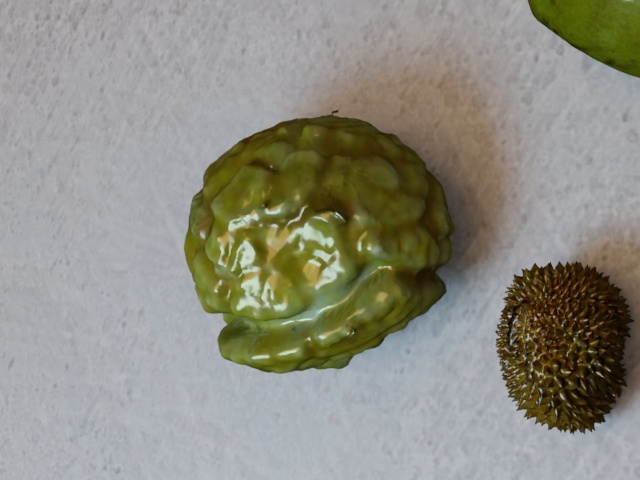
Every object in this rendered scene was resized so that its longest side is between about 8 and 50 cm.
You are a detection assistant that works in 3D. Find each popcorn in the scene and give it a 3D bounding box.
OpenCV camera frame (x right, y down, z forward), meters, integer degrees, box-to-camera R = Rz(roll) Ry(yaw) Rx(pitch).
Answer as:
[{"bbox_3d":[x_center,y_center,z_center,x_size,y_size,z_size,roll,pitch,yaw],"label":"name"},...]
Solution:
[{"bbox_3d":[0.004,0.000,1.365,0.282,0.247,0.282,3,98,25],"label":"popcorn"}]

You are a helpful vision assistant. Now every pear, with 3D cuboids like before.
[{"bbox_3d":[0.314,-0.247,1.197,0.269,0.212,0.212,1,86,39],"label":"pear"}]

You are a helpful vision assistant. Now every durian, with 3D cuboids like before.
[{"bbox_3d":[0.227,0.096,1.260,0.137,0.168,0.158,-18,60,20],"label":"durian"}]
